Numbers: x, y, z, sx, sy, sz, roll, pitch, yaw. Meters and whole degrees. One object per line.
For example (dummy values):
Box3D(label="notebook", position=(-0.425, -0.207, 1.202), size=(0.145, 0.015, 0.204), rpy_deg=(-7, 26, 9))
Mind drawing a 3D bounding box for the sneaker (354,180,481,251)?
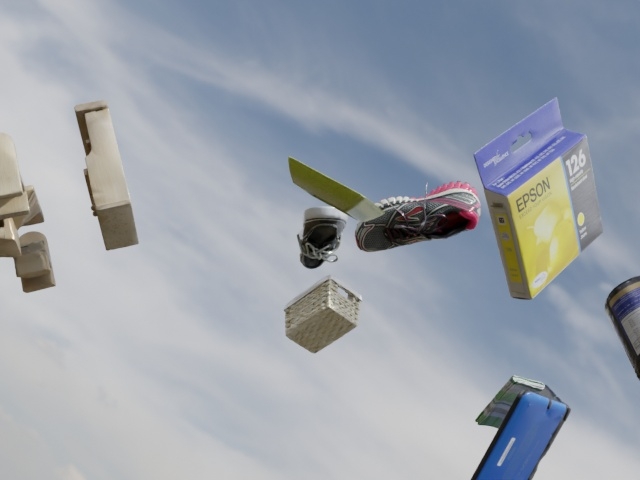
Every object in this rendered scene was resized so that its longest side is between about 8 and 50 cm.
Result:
Box3D(label="sneaker", position=(0.217, -0.043, 2.202), size=(0.299, 0.112, 0.121), rpy_deg=(-21, -55, 16))

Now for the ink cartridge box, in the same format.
Box3D(label="ink cartridge box", position=(0.445, -0.089, 1.921), size=(0.072, 0.303, 0.307), rpy_deg=(8, -57, 45))

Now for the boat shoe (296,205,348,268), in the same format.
Box3D(label="boat shoe", position=(-0.004, 0.000, 2.344), size=(0.113, 0.105, 0.306), rpy_deg=(5, -17, -13))

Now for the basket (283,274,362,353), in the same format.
Box3D(label="basket", position=(0.004, 0.179, 2.290), size=(0.113, 0.103, 0.167), rpy_deg=(35, -53, -28))

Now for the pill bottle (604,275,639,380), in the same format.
Box3D(label="pill bottle", position=(0.581, 0.175, 1.650), size=(0.123, 0.122, 0.219), rpy_deg=(69, 5, -49))

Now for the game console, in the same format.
Box3D(label="game console", position=(0.438, 0.470, 2.267), size=(0.250, 0.293, 0.173), rpy_deg=(23, 6, -36))

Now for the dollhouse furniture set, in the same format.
Box3D(label="dollhouse furniture set", position=(-0.588, -0.096, 1.922), size=(0.362, 0.394, 0.257), rpy_deg=(96, -22, -58))

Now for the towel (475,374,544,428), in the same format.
Box3D(label="towel", position=(0.442, 0.381, 2.243), size=(0.113, 0.152, 0.023), rpy_deg=(18, 26, -35))

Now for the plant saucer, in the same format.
Box3D(label="plant saucer", position=(0.026, -0.097, 2.015), size=(0.188, 0.045, 0.188), rpy_deg=(29, 0, 20))
